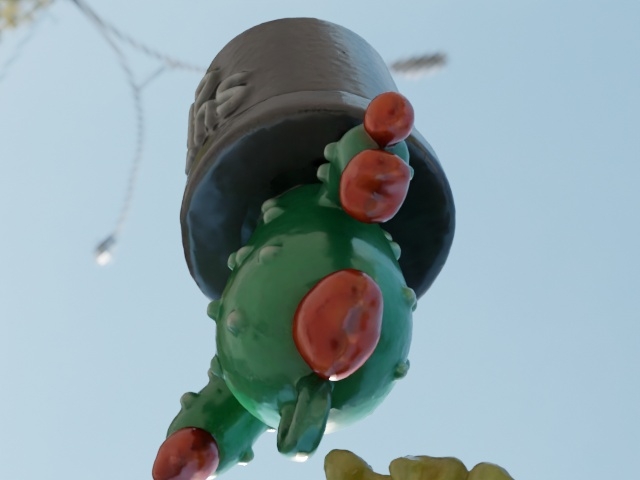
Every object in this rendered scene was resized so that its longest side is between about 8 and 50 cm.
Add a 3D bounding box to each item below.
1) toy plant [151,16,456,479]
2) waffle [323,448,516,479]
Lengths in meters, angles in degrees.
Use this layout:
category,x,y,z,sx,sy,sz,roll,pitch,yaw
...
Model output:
category,x,y,z,sx,sy,sz,roll,pitch,yaw
toy plant,-0.010,0.008,1.226,0.279,0.185,0.400,-37,-152,17
waffle,0.093,0.233,1.088,0.056,0.261,0.250,-55,164,-59
